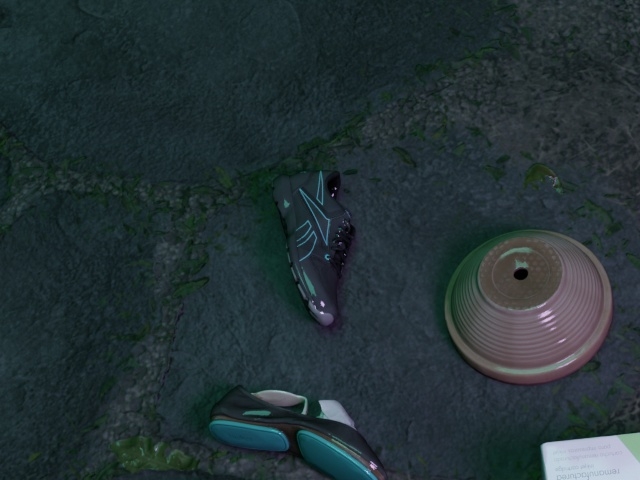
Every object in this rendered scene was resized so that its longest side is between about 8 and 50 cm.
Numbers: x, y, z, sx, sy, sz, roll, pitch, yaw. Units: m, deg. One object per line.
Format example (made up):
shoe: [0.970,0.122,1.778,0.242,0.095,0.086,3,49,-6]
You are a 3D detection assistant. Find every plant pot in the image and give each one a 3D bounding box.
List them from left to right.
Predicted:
plant pot: [0.284,0.073,2.126,0.237,0.110,0.237,-7,59,11]

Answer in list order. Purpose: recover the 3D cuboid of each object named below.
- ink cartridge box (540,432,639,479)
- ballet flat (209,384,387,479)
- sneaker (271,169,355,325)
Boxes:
ink cartridge box: [0.386,0.415,1.832,0.207,0.119,0.353,-7,67,5]
ballet flat: [-0.021,0.257,2.107,0.280,0.095,0.096,16,53,23]
sneaker: [0.000,0.000,2.250,0.106,0.101,0.267,-15,57,3]
